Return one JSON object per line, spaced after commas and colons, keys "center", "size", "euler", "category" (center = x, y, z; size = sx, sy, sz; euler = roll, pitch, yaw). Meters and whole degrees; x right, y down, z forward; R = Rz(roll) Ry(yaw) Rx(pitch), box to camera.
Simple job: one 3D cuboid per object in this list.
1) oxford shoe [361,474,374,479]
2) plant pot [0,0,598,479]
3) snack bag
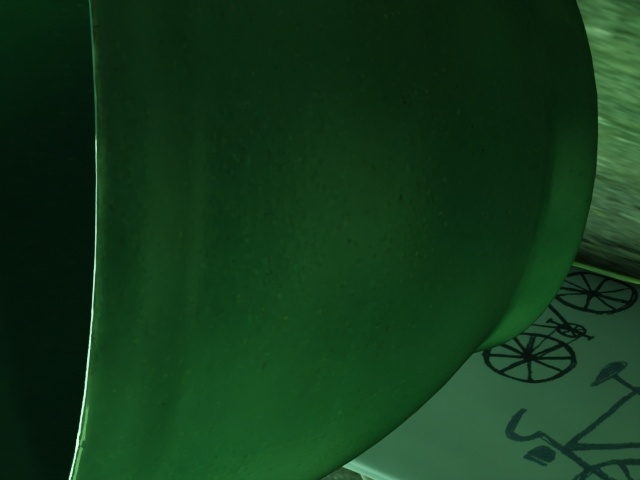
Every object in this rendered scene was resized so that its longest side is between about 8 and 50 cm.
{"center": [-0.054, 0.041, 1.068], "size": [0.449, 0.130, 0.169], "euler": [44, 171, -8], "category": "oxford shoe"}
{"center": [-0.027, -0.038, 0.478], "size": [0.196, 0.293, 0.293], "euler": [-2, -178, -25], "category": "plant pot"}
{"center": [0.153, 0.102, 0.843], "size": [0.342, 0.037, 0.323], "euler": [17, -149, 30], "category": "snack bag"}
